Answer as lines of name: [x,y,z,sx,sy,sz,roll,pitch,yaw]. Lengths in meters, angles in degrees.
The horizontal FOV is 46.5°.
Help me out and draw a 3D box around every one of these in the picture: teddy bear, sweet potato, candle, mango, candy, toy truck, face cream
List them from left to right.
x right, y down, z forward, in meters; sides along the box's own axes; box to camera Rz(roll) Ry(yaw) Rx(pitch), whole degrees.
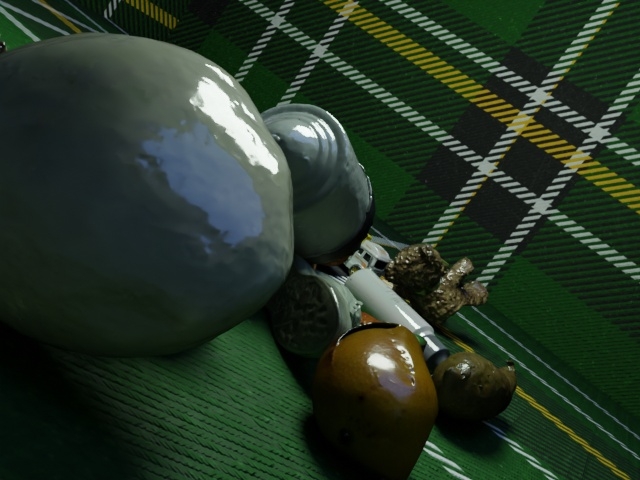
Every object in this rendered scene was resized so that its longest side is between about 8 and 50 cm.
candy: [-0.204,-0.067,0.759,0.386,0.186,0.427,-22,56,-28]
candle: [-0.032,-0.100,1.273,0.221,0.221,0.342,40,-7,23]
toy truck: [0.077,0.012,1.943,0.227,0.114,0.098,42,11,29]
mango: [0.075,0.190,0.965,0.166,0.136,0.236,31,27,5]
face cream: [0.166,0.178,1.536,0.092,0.092,0.311,25,14,-48]
teddy bear: [0.308,0.104,2.029,0.296,0.246,0.222,-18,92,-58]
sweet potato: [0.306,0.281,1.417,0.130,0.130,0.423,41,11,29]

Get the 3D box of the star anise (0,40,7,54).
star anise: [-0.606,-0.293,1.364,0.148,0.218,0.227,8,-38,9]

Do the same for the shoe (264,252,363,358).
shoe: [0.010,0.121,1.198,0.159,0.124,0.316,32,7,-26]

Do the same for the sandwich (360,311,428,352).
sandwich: [0.108,0.193,1.348,0.159,0.079,0.235,27,5,7]

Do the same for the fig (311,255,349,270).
fig: [0.000,0.000,1.739,0.146,0.133,0.201,28,17,10]
